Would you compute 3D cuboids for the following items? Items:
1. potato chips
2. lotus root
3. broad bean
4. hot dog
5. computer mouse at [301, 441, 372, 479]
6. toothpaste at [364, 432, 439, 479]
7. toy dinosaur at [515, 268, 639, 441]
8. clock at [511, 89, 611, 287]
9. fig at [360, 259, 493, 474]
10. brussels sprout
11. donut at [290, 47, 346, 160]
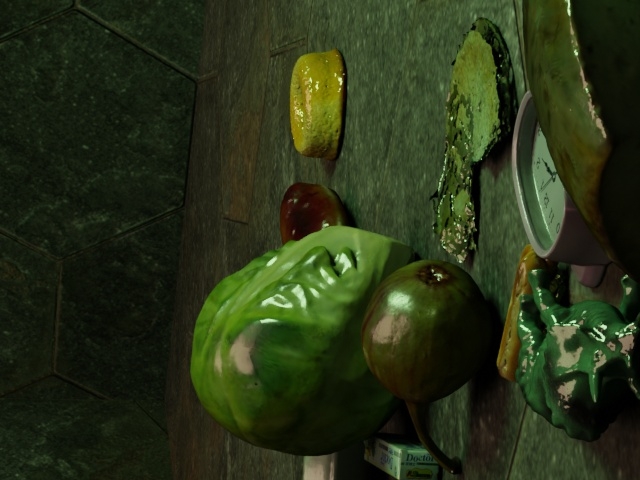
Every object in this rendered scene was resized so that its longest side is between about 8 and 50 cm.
[{"bbox_3d":[0.142,-0.097,1.576,0.202,0.029,0.220,-103,21,-53],"label":"potato chips"},{"bbox_3d":[0.189,-0.127,1.049,0.210,0.141,0.314,105,164,-53],"label":"lotus root"},{"bbox_3d":[0.000,0.000,2.117,0.165,0.084,0.114,-112,28,-49],"label":"broad bean"},{"bbox_3d":[0.173,0.061,1.359,0.056,0.041,0.133,-66,-14,-58],"label":"hot dog"},{"bbox_3d":[0.024,0.290,1.985,0.231,0.079,0.128,62,-149,-81],"label":"computer mouse"},{"bbox_3d":[0.085,0.227,1.749,0.164,0.046,0.034,180,94,-79],"label":"toothpaste"},{"bbox_3d":[0.180,0.078,1.225,0.292,0.079,0.120,-171,84,-82],"label":"toy dinosaur"},{"bbox_3d":[0.185,-0.041,1.274,0.110,0.050,0.153,103,164,-45],"label":"clock"},{"bbox_3d":[0.102,0.128,1.556,0.124,0.124,0.236,-104,7,-53],"label":"fig"},{"bbox_3d":[-0.003,0.102,1.781,0.219,0.210,0.271,26,82,51],"label":"brussels sprout"},{"bbox_3d":[-0.005,-0.183,2.241,0.152,0.058,0.152,179,90,-79],"label":"donut"}]
